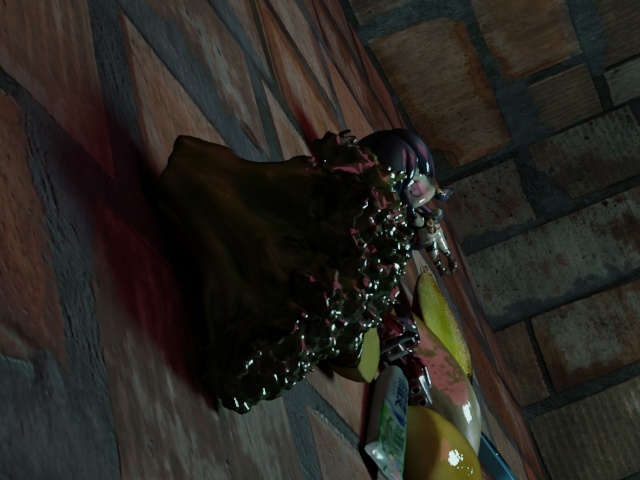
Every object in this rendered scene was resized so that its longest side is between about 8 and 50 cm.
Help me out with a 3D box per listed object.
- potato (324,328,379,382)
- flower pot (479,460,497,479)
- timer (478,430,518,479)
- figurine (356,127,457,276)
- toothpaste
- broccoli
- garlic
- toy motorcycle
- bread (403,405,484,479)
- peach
[{"bbox_3d":[0.034,0.136,1.512,0.103,0.066,0.096,69,29,-51],"label":"potato"},{"bbox_3d":[0.226,0.384,1.874,0.089,0.111,0.111,53,10,1],"label":"flower pot"},{"bbox_3d":[0.291,0.409,2.267,0.250,0.091,0.232,59,5,32],"label":"timer"},{"bbox_3d":[0.136,-0.063,2.106,0.175,0.197,0.265,-59,145,-78],"label":"figurine"},{"bbox_3d":[0.092,0.241,1.628,0.075,0.048,0.297,52,15,-10],"label":"toothpaste"},{"bbox_3d":[-0.048,0.013,1.126,0.246,0.248,0.288,32,17,11],"label":"broccoli"},{"bbox_3d":[0.180,0.231,1.988,0.318,0.112,0.143,54,15,-8],"label":"garlic"},{"bbox_3d":[0.118,0.164,1.815,0.213,0.082,0.122,61,11,-23],"label":"toy motorcycle"},{"bbox_3d":[0.177,0.325,1.738,0.217,0.098,0.147,57,11,-49],"label":"bread"},{"bbox_3d":[0.216,0.175,2.338,0.189,0.068,0.279,43,26,-48],"label":"peach"}]
